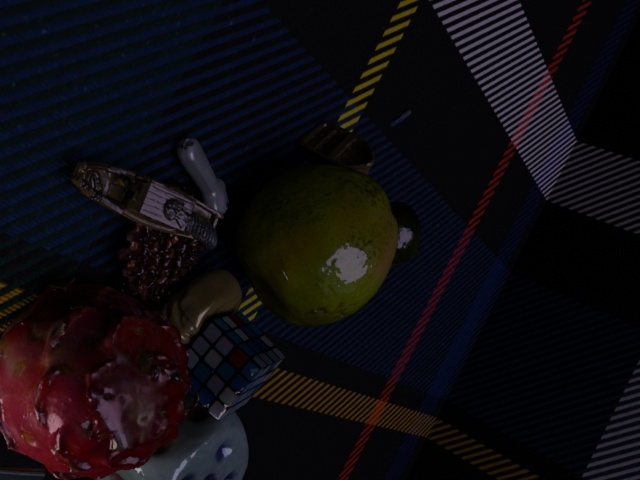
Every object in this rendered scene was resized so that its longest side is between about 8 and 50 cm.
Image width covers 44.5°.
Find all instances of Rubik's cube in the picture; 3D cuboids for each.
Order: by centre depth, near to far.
[{"bbox_3d":[-0.194,0.262,1.655,0.155,0.151,0.154,-50,167,13],"label":"Rubik's cube"}]

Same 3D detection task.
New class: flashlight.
[{"bbox_3d":[-0.247,-0.133,1.633,0.200,0.047,0.093,65,22,-46],"label":"flashlight"}]

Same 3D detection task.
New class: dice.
[{"bbox_3d":[-0.336,0.469,1.730,0.262,0.268,0.265,-36,138,-39],"label":"dice"}]

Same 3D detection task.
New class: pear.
[{"bbox_3d":[0.000,0.000,1.795,0.391,0.391,0.391,-35,138,-39],"label":"pear"}]

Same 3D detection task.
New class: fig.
[{"bbox_3d":[0.172,-0.016,2.247,0.244,0.195,0.196,-6,123,-15],"label":"fig"}]

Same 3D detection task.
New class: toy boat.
[{"bbox_3d":[-0.314,-0.070,1.457,0.321,0.121,0.089,25,84,-40],"label":"toy boat"},{"bbox_3d":[0.050,-0.209,1.900,0.116,0.188,0.061,-43,151,-31],"label":"toy boat"}]

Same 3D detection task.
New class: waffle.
[{"bbox_3d":[-0.320,0.014,1.605,0.234,0.055,0.221,-57,146,-22],"label":"waffle"}]

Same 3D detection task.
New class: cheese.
[{"bbox_3d":[-0.267,0.156,1.694,0.226,0.117,0.214,-41,169,-29],"label":"cheese"}]

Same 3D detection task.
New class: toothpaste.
[{"bbox_3d":[0.226,-0.346,2.224,0.083,0.015,0.024,-41,143,-24],"label":"toothpaste"}]

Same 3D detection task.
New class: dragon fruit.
[{"bbox_3d":[-0.406,0.269,1.428,0.370,0.249,0.387,-23,111,-26],"label":"dragon fruit"}]

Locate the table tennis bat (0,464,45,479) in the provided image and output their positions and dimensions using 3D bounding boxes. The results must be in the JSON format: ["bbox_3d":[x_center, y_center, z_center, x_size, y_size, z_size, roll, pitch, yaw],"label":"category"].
[{"bbox_3d":[-0.632,0.399,1.360,0.301,0.022,0.174,15,101,-31],"label":"table tennis bat"}]

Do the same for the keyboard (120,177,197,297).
[{"bbox_3d":[-0.338,-0.001,1.634,0.106,0.016,0.263,19,95,-59],"label":"keyboard"}]
